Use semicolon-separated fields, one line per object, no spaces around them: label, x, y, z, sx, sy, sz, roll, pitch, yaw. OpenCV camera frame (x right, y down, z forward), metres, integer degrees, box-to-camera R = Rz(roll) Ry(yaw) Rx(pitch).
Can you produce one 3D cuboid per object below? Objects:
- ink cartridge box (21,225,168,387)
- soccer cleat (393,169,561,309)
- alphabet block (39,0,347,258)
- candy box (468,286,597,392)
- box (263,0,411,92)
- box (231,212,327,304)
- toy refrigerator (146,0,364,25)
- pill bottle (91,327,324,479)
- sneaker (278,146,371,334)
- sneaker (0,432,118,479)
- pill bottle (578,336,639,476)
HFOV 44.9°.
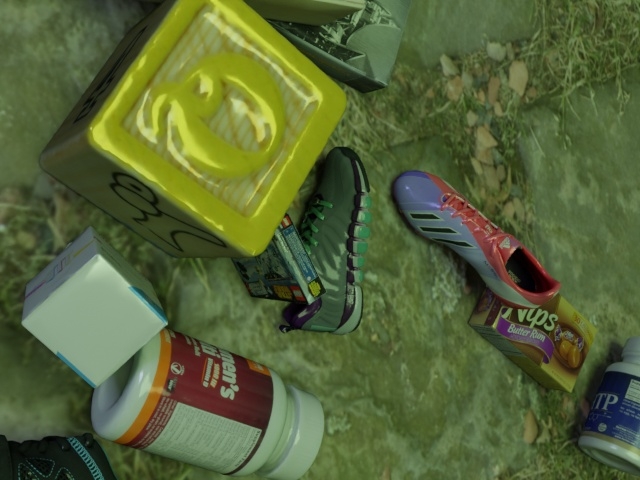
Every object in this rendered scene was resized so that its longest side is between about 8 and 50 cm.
ink cartridge box;-0.217;0.057;0.739;0.090;0.143;0.092;-43;111;-6
soccer cleat;0.201;-0.006;0.991;0.248;0.095;0.083;44;68;-5
alphabet block;-0.127;-0.106;0.755;0.192;0.197;0.194;36;71;-26
candy box;0.305;0.122;1.100;0.186;0.053;0.109;40;70;-26
box;0.026;-0.321;0.934;0.183;0.056;0.231;22;78;-29
box;-0.056;0.019;0.831;0.027;0.137;0.094;-33;106;-27
toy refrigerator;-0.086;-0.289;0.769;0.269;0.094;0.102;-2;91;-35
pill bottle;-0.112;0.174;0.804;0.221;0.121;0.121;26;76;-28
sneaker;0.000;0.000;0.901;0.098;0.083;0.224;1;90;-27
sneaker;-0.285;0.226;0.715;0.341;0.125;0.140;46;54;-30
pill bottle;0.473;0.247;1.166;0.112;0.112;0.187;37;71;-26
